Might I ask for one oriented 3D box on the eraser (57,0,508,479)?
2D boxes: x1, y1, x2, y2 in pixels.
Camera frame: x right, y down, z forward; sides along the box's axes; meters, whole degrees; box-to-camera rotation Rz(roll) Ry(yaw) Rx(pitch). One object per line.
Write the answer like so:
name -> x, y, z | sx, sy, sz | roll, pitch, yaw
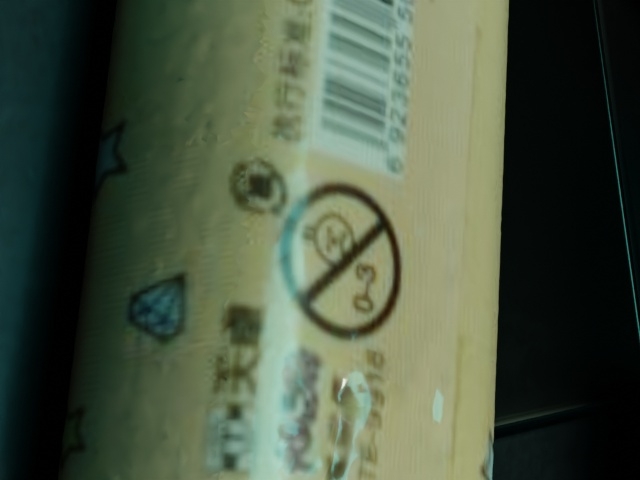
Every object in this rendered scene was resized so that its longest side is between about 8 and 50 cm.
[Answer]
eraser -> 0.000, 0.000, 0.464 | 0.171, 0.087, 0.290 | 16, 71, -38
